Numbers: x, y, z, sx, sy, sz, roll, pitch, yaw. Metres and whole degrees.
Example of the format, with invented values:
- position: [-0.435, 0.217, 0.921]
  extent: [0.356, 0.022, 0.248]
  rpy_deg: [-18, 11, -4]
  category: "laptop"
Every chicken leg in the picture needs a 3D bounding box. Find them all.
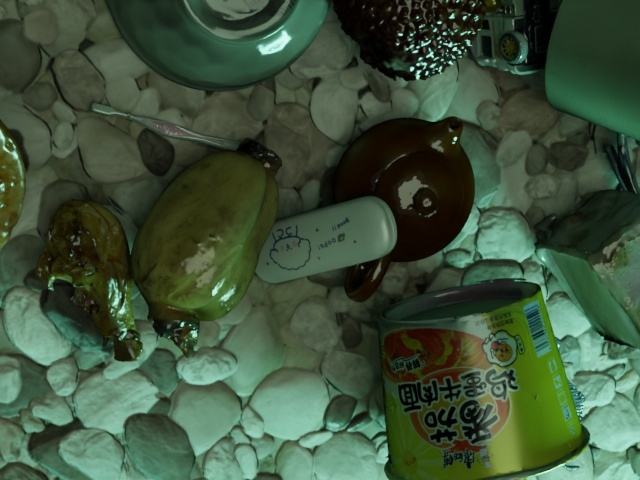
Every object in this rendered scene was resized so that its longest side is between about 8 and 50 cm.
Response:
- position: [-0.261, 0.054, 1.590]
  extent: [0.101, 0.085, 0.208]
  rpy_deg: [-38, 122, -42]
  category: "chicken leg"

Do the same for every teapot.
- position: [0.097, -0.038, 1.650]
  extent: [0.178, 0.135, 0.252]
  rpy_deg: [26, 93, -16]
  category: "teapot"

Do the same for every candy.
- position: [0.386, 0.038, 1.735]
  extent: [0.137, 0.185, 0.195]
  rpy_deg: [-41, 106, -10]
  category: "candy"

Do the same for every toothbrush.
- position: [-0.172, -0.129, 1.608]
  extent: [0.204, 0.022, 0.017]
  rpy_deg: [14, 82, -20]
  category: "toothbrush"

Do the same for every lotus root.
- position: [-0.134, 0.001, 1.584]
  extent: [0.140, 0.154, 0.257]
  rpy_deg: [25, 77, 20]
  category: "lotus root"

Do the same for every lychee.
- position: [0.108, -0.275, 1.576]
  extent: [0.188, 0.188, 0.188]
  rpy_deg: [-4, 103, -16]
  category: "lychee"

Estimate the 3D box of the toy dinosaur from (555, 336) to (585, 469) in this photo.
- position: [0.312, 0.218, 1.817]
  extent: [0.080, 0.045, 0.198]
  rpy_deg: [-17, 103, -23]
  category: "toy dinosaur"

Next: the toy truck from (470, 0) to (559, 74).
- position: [0.228, -0.317, 1.639]
  extent: [0.098, 0.114, 0.227]
  rpy_deg: [-16, 109, -34]
  category: "toy truck"

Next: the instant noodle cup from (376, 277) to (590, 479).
- position: [0.183, 0.168, 1.669]
  extent: [0.264, 0.264, 0.200]
  rpy_deg: [-14, 98, -13]
  category: "instant noodle cup"

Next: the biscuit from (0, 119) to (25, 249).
- position: [-0.525, -0.003, 1.428]
  extent: [0.455, 0.078, 0.350]
  rpy_deg: [-25, 138, -19]
  category: "biscuit"

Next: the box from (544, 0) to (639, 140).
- position: [0.385, -0.235, 1.623]
  extent: [0.226, 0.149, 0.226]
  rpy_deg: [-41, 145, -39]
  category: "box"

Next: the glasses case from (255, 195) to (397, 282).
- position: [0.000, 0.000, 1.620]
  extent: [0.197, 0.049, 0.076]
  rpy_deg: [-13, 94, 31]
  category: "glasses case"

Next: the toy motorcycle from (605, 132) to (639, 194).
- position: [0.486, -0.102, 1.754]
  extent: [0.206, 0.154, 0.260]
  rpy_deg: [-28, 97, 14]
  category: "toy motorcycle"

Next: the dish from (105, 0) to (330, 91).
- position: [-0.104, -0.301, 1.539]
  extent: [0.303, 0.120, 0.303]
  rpy_deg: [-4, 104, -17]
  category: "dish"
